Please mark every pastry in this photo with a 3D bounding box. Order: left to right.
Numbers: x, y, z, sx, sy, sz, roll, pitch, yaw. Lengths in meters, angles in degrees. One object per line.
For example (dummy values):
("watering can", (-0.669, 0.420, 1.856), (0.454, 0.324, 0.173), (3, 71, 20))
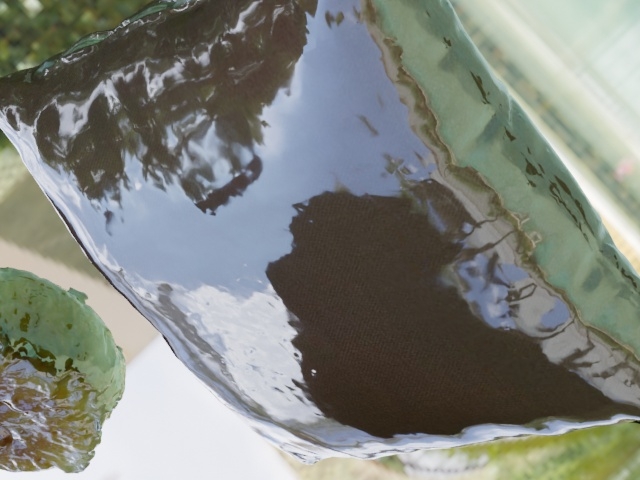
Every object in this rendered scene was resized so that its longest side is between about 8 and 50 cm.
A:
("pastry", (-0.243, 0.095, 1.190), (0.192, 0.182, 0.093), (16, -131, -8))

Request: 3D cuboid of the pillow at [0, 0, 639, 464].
("pillow", (0.000, 0.000, 0.806), (0.308, 0.108, 0.305), (-15, 119, 46))
